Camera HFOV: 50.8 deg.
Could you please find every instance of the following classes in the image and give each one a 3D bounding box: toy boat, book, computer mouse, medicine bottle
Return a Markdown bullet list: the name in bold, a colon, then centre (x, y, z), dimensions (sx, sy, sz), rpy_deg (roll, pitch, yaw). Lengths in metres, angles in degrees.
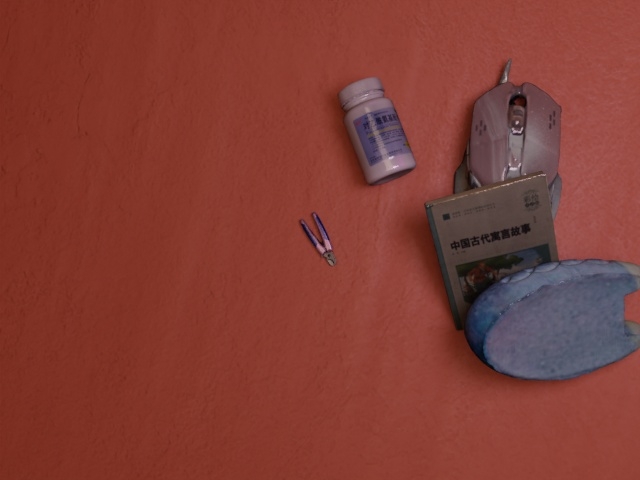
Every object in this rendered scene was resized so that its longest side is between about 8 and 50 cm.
- **toy boat**: centre (0.414, 0.132, 1.209), dimensions (0.330, 0.123, 0.215), rpy_deg (-14, 115, -4)
- **book**: centre (0.318, 0.028, 1.212), dimensions (0.215, 0.025, 0.282), rpy_deg (-16, 118, 10)
- **computer mouse**: centre (0.354, -0.151, 1.241), dimensions (0.200, 0.115, 0.389), rpy_deg (4, 89, 6)
- **medicine bottle**: centre (0.105, -0.206, 1.284), dimensions (0.103, 0.103, 0.186), rpy_deg (-20, 85, 7)

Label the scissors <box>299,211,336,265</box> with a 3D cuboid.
- **scissors**: centre (0.000, 0.000, 1.336), dimensions (0.039, 0.012, 0.113), rpy_deg (-29, 84, 6)
